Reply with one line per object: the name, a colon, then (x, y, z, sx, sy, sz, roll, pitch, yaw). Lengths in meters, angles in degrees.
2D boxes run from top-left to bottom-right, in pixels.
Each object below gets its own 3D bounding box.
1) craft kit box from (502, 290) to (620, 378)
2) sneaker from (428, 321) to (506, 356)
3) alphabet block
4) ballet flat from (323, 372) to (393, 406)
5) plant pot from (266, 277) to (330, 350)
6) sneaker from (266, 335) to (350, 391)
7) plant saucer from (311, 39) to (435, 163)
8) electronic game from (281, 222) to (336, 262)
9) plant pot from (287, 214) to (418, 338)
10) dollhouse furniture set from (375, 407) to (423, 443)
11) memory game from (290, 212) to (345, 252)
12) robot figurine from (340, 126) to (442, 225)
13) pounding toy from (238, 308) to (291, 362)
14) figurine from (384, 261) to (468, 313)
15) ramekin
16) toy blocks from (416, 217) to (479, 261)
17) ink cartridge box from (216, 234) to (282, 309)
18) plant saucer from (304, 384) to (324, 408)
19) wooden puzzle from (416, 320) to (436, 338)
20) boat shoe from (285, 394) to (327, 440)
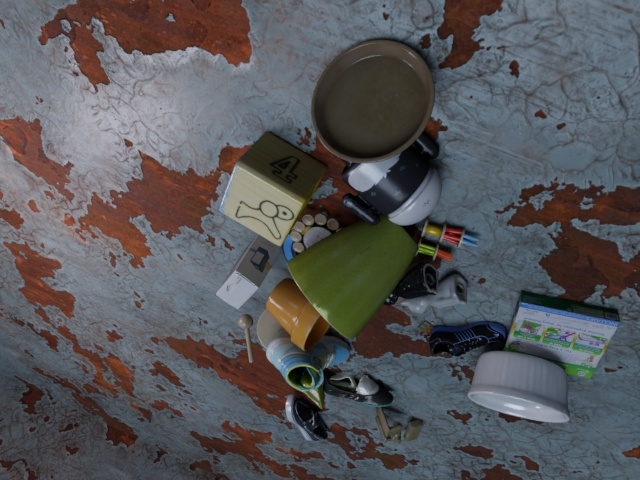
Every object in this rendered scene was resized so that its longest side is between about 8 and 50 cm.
craft kit box: (0.670, 0.271, 1.366, 0.249, 0.061, 0.247, 11, 128, 16)
sneaker: (0.446, 0.310, 1.468, 0.232, 0.090, 0.081, -12, 122, 28)
alphabet block: (-0.127, -0.139, 1.293, 0.197, 0.193, 0.192, 31, 134, -2)
ballet flat: (0.134, 0.557, 1.815, 0.280, 0.095, 0.096, 2, 115, 23)
plant pot: (-0.066, 0.224, 1.575, 0.187, 0.205, 0.205, 32, 135, 19)
sneaker: (-0.008, 0.422, 1.612, 0.318, 0.208, 0.127, 4, 110, -28)
plant saucer: (0.113, -0.301, 1.056, 0.277, 0.041, 0.278, -3, 81, 21)
electronic game: (-0.012, 0.040, 1.486, 0.229, 0.048, 0.229, 12, 130, 14)
plant pot: (0.110, 0.066, 1.295, 0.293, 0.275, 0.275, -41, 107, 6)
dollhouse furniture set: (0.304, 0.713, 1.906, 0.151, 0.123, 0.144, -7, 133, -15)
memory game: (0.000, 0.000, 1.418, 0.186, 0.012, 0.186, 7, 124, 11)
robot figurine: (0.163, -0.162, 1.163, 0.278, 0.174, 0.209, 39, 142, -9)
pounding toy: (-0.163, 0.315, 1.727, 0.236, 0.110, 0.183, -15, 91, -7)
figurine: (0.284, 0.152, 1.386, 0.214, 0.093, 0.209, 20, 148, -34)
ramekin: (0.585, 0.429, 1.419, 0.276, 0.135, 0.277, 15, 156, 7)
toy blocks: (0.341, 0.013, 1.301, 0.148, 0.054, 0.123, 18, 131, 10)
ink cartridge box: (-0.220, 0.088, 1.504, 0.093, 0.212, 0.154, 37, 132, -8)
plant saucer: (-0.050, 0.530, 1.863, 0.188, 0.045, 0.189, 31, 141, 41)
wooden puzzle: (0.344, 0.286, 1.554, 0.049, 0.006, 0.083, 34, 132, -5)
boat shoe: (-0.051, 0.763, 2.052, 0.102, 0.108, 0.301, -5, 127, 28)
